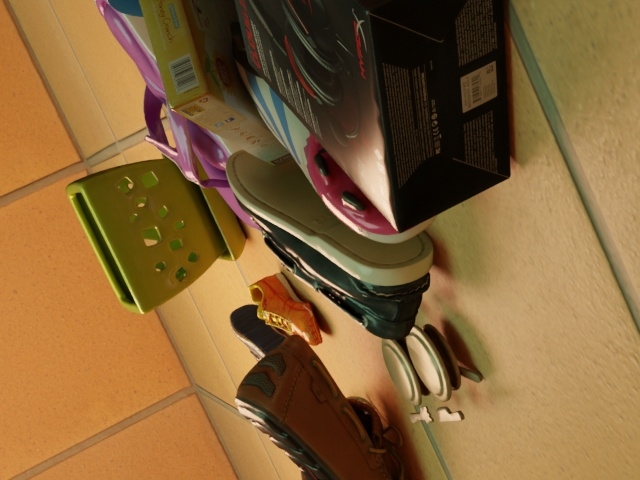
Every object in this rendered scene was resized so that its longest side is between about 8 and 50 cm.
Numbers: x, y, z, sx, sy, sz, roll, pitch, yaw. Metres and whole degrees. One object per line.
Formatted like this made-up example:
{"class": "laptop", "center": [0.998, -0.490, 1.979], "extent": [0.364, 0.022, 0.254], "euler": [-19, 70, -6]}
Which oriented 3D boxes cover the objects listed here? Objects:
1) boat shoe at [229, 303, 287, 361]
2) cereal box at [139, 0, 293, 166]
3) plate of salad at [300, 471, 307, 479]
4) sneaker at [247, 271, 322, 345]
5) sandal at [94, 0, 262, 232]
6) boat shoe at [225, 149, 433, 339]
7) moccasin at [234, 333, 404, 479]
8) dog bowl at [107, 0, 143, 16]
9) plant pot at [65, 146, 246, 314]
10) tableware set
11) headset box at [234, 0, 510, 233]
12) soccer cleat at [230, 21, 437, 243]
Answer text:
{"class": "boat shoe", "center": [-0.093, 0.170, 2.148], "extent": [0.183, 0.066, 0.066], "euler": [45, 158, 51]}
{"class": "cereal box", "center": [-0.100, -0.182, 1.316], "extent": [0.240, 0.047, 0.173], "euler": [28, -139, -66]}
{"class": "plate of salad", "center": [0.033, 0.336, 1.880], "extent": [0.200, 0.048, 0.199], "euler": [39, -138, -46]}
{"class": "sneaker", "center": [-0.049, 0.109, 1.884], "extent": [0.175, 0.067, 0.064], "euler": [40, 151, 54]}
{"class": "sandal", "center": [-0.205, -0.170, 1.805], "extent": [0.416, 0.102, 0.169], "euler": [56, 166, 0]}
{"class": "boat shoe", "center": [0.004, -0.001, 1.383], "extent": [0.340, 0.127, 0.113], "euler": [33, 136, 47]}
{"class": "moccasin", "center": [0.032, 0.262, 1.734], "extent": [0.139, 0.147, 0.380], "euler": [14, 150, 51]}
{"class": "dog bowl", "center": [-0.140, -0.320, 1.269], "extent": [0.297, 0.166, 0.074], "euler": [109, 144, -70]}
{"class": "plant pot", "center": [-0.255, -0.030, 2.075], "extent": [0.227, 0.207, 0.228], "euler": [66, 166, -8]}
{"class": "tableware set", "center": [0.112, 0.130, 1.410], "extent": [0.128, 0.039, 0.194], "euler": [65, 166, 3]}
{"class": "headset box", "center": [0.020, -0.183, 1.025], "extent": [0.293, 0.110, 0.218], "euler": [51, 161, 40]}
{"class": "soccer cleat", "center": [0.027, -0.097, 1.200], "extent": [0.331, 0.116, 0.143], "euler": [56, 177, 40]}
